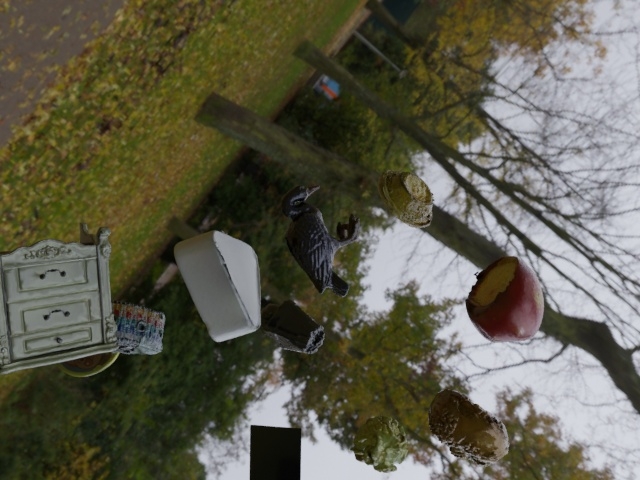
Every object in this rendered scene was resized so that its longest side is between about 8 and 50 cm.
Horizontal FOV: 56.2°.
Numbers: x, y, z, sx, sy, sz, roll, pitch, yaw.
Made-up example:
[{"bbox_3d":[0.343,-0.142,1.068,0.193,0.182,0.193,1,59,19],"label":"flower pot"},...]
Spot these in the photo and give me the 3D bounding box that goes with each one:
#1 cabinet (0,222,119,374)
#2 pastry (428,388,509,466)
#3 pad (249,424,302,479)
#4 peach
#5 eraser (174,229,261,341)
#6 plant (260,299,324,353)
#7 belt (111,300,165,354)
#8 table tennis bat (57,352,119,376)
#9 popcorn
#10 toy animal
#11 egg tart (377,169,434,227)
[{"bbox_3d":[-0.688,0.126,1.501,0.227,0.289,0.318,10,-77,53],"label":"cabinet"},{"bbox_3d":[0.429,0.562,1.781,0.162,0.255,0.311,-51,159,-9],"label":"pastry"},{"bbox_3d":[-0.140,0.704,1.875,0.006,0.170,0.246,2,89,-81],"label":"pad"},{"bbox_3d":[0.468,0.147,1.531,0.190,0.195,0.226,50,35,-74],"label":"peach"},{"bbox_3d":[-0.289,0.146,1.820,0.149,0.332,0.331,-21,-165,11],"label":"eraser"},{"bbox_3d":[-0.107,0.306,2.133,0.142,0.255,0.164,-54,146,-24],"label":"plant"},{"bbox_3d":[-0.599,0.268,1.839,0.206,0.257,0.150,-8,-113,30],"label":"belt"},{"bbox_3d":[-0.759,0.347,2.125,0.368,0.224,0.054,-20,151,-13],"label":"table tennis bat"},{"bbox_3d":[0.160,0.531,1.570,0.162,0.141,0.136,98,16,-62],"label":"popcorn"},{"bbox_3d":[0.000,0.000,1.526,0.122,0.185,0.299,-21,-107,58],"label":"toy animal"},{"bbox_3d":[0.244,-0.122,1.626,0.074,0.191,0.191,-41,-167,38],"label":"egg tart"}]
